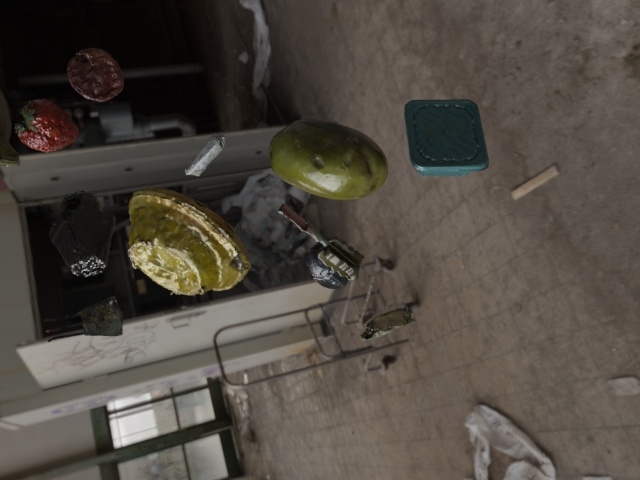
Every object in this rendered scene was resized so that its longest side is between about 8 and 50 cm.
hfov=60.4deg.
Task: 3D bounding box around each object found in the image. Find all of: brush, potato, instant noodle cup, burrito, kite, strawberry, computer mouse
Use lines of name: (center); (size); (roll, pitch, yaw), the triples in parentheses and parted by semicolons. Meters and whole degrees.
brush: (0.000, 0.000, 1.416); (0.071, 0.301, 0.084); (-7, 53, 49)
potato: (0.016, -0.168, 1.129); (0.228, 0.197, 0.149); (32, 114, 35)
instant noodle cup: (0.250, -0.204, 1.127); (0.070, 0.157, 0.179); (94, 175, -63)
burrito: (0.218, 0.276, 1.817); (0.058, 0.229, 0.063); (24, 121, 50)
kite: (-0.790, 0.276, 1.849); (0.015, 0.245, 0.141); (-45, 60, 59)
strawberry: (-0.708, -0.290, 1.433); (0.131, 0.148, 0.131); (-28, 47, 34)
burrito: (-0.414, -0.306, 1.992); (0.203, 0.064, 0.064); (-46, 46, 19)
computer mouse: (0.023, 0.106, 1.882); (0.192, 0.106, 0.062); (50, -158, -28)

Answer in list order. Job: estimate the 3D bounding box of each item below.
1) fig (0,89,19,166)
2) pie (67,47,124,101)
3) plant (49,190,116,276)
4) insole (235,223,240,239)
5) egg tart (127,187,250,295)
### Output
fig: (-0.504, -0.173, 0.798); (0.148, 0.186, 0.142); (-49, 13, 56)
pie: (-0.637, -0.468, 1.561); (0.038, 0.153, 0.154); (-164, 65, -69)
plant: (-0.695, -0.022, 1.614); (0.142, 0.164, 0.256); (-41, 55, 39)
insole: (-0.221, 0.019, 1.412); (0.232, 0.003, 0.080); (124, 147, -62)
egg tart: (-0.280, 0.020, 1.106); (0.290, 0.290, 0.115); (110, -174, -56)
